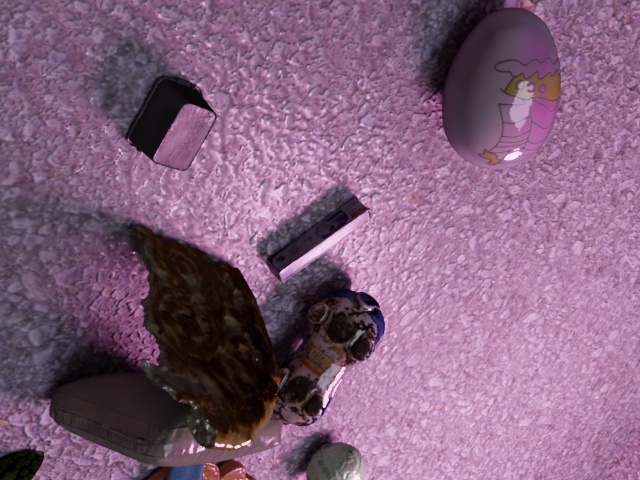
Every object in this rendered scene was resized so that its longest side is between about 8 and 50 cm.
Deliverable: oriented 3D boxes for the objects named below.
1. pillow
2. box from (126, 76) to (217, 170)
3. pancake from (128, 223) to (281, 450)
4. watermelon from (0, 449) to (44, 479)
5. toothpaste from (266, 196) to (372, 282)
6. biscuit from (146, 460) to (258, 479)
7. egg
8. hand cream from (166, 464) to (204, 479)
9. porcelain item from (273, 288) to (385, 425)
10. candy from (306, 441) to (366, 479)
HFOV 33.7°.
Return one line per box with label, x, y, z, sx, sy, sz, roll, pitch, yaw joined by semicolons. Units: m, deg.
pillow;-0.247;0.278;1.657;0.255;0.322;0.120;7;89;-44
box;-0.204;-0.159;1.478;0.084;0.069;0.122;12;115;-48
pancake;-0.170;0.154;1.563;0.067;0.427;0.305;-38;129;20
watermelon;-0.529;0.400;1.723;0.163;0.087;0.069;-46;105;-2
toothpaste;0.000;0.000;1.818;0.196;0.047;0.040;-36;137;-11
biscuit;-0.241;0.501;2.060;0.289;0.044;0.202;6;114;-45
egg;0.303;-0.246;1.743;0.196;0.196;0.271;-10;136;-35
hand cream;-0.237;0.389;1.942;0.083;0.048;0.224;-4;119;-37
porcelain item;0.014;0.219;1.954;0.288;0.138;0.186;-56;168;5
candy;-0.073;0.593;2.271;0.440;0.119;0.119;-45;142;15
